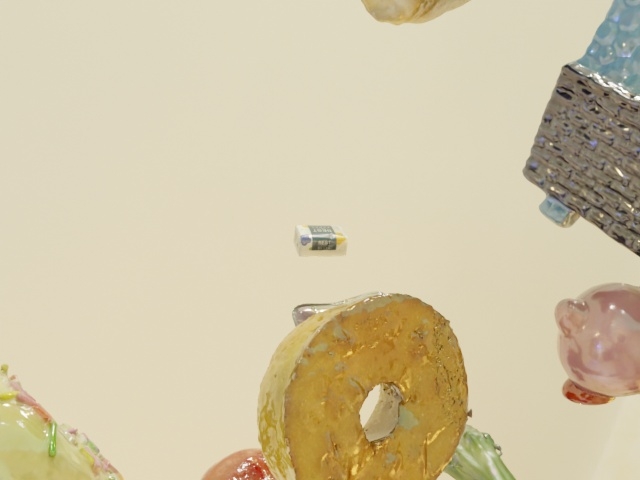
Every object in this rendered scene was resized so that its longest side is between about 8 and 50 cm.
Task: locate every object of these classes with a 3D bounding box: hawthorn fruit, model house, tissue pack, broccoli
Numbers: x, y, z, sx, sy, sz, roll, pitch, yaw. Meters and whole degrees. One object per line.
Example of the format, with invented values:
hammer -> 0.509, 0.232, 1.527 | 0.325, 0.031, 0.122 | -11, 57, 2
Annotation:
hawthorn fruit -> -0.122, 0.470, 1.582 | 0.225, 0.196, 0.196 | -46, -48, 2
model house -> 0.500, -0.108, 1.168 | 0.297, 0.360, 0.339 | 14, -67, -55
tissue pack -> 0.000, 0.000, 1.427 | 0.083, 0.062, 0.042 | 1, -68, -12
broccoli -> 0.206, 0.317, 1.206 | 0.165, 0.304, 0.145 | -38, -52, -14

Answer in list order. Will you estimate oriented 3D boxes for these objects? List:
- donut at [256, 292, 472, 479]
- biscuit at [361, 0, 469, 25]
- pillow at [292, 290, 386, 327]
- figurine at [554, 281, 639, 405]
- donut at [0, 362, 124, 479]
donut -> 0.045, 0.192, 0.979 | 0.278, 0.108, 0.277 | 1, -91, -37
biscuit -> 0.162, -0.490, 1.049 | 0.446, 0.104, 0.429 | -26, -62, -58
pillow -> 0.058, 0.177, 1.796 | 0.233, 0.038, 0.130 | -9, -120, -22
figurine -> 0.424, 0.143, 1.222 | 0.173, 0.173, 0.173 | -9, -78, -46
donut -> -0.427, 0.332, 1.263 | 0.150, 0.307, 0.371 | -45, -38, -16
